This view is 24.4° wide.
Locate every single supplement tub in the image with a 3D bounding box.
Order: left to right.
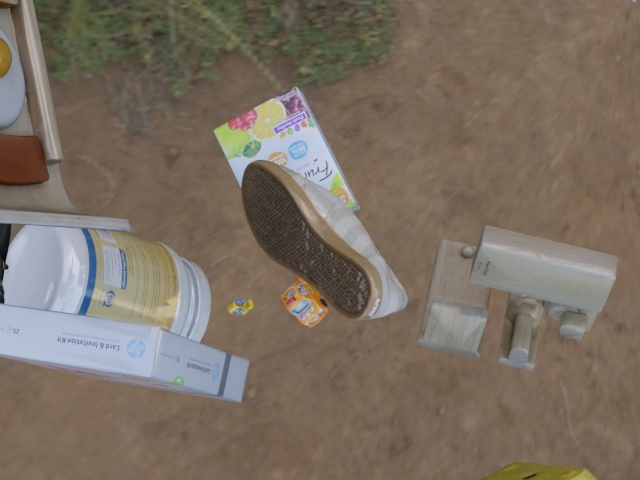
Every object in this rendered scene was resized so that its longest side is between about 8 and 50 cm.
[{"bbox_3d":[-0.233,0.060,1.613,0.144,0.199,0.144,-17,66,42],"label":"supplement tub"}]

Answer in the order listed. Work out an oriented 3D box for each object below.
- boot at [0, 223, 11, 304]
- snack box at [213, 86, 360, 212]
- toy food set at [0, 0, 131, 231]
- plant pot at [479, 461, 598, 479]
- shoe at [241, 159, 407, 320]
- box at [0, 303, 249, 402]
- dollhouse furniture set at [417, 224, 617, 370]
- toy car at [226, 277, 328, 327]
[{"bbox_3d":[-0.329,-0.024,1.355,0.085,0.236,0.179,3,102,-26],"label":"boot"},{"bbox_3d":[-0.035,-0.074,1.532,0.100,0.037,0.141,-27,79,8],"label":"snack box"},{"bbox_3d":[-0.219,-0.153,0.924,0.092,0.219,0.306,-15,82,27],"label":"toy food set"},{"bbox_3d":[0.194,0.323,1.387,0.212,0.212,0.187,-24,93,-22],"label":"plant pot"},{"bbox_3d":[0.000,0.000,1.368,0.219,0.058,0.077,47,125,35],"label":"shoe"},{"bbox_3d":[-0.150,0.083,1.084,0.145,0.186,0.038,7,80,17],"label":"box"},{"bbox_3d":[0.177,0.017,1.311,0.144,0.123,0.151,13,140,3],"label":"dollhouse furniture set"},{"bbox_3d":[-0.051,0.078,1.628,0.122,0.040,0.060,-25,73,32],"label":"toy car"}]
